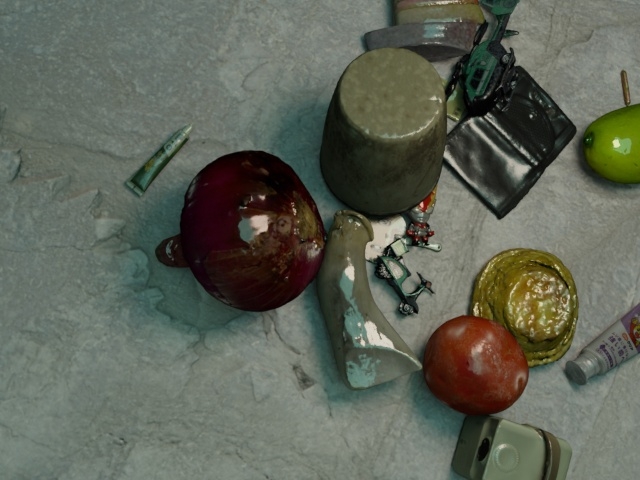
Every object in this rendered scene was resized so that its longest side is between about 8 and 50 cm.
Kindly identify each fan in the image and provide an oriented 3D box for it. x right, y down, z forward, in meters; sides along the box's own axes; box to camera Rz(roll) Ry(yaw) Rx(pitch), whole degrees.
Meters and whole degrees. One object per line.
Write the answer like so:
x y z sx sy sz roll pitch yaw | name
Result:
0.182 -0.003 1.751 0.226 0.008 0.153 13 79 -5 | fan

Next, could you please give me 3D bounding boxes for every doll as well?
0.233 -0.071 1.746 0.109 0.057 0.169 1 84 -17 | doll

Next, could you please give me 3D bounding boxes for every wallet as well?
0.468 -0.247 1.816 0.247 0.041 0.323 45 82 -2 | wallet

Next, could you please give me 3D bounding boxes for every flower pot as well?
0.141 -0.248 1.600 0.293 0.330 0.294 0 70 1 | flower pot

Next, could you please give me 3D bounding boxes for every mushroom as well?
0.078 0.127 1.649 0.177 0.126 0.397 -19 82 2 | mushroom

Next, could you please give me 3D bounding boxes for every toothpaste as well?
-0.363 -0.192 1.687 0.049 0.031 0.204 40 79 1 | toothpaste
0.721 0.247 1.768 0.299 0.073 0.114 -28 86 -20 | toothpaste

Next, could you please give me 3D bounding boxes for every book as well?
0.310 -0.355 1.821 0.111 0.014 0.077 30 82 1 | book

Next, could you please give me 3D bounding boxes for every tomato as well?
0.332 0.282 1.619 0.232 0.232 0.188 45 37 0 | tomato

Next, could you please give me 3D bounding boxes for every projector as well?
0.413 0.473 1.590 0.177 0.242 0.164 20 81 -6 | projector

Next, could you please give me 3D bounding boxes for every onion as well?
-0.192 -0.010 1.571 0.385 0.347 0.348 -14 82 25 | onion

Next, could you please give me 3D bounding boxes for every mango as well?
0.810 -0.247 1.812 0.342 0.156 0.193 -17 85 -12 | mango

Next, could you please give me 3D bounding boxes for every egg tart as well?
0.492 0.155 1.715 0.293 0.123 0.294 2 79 -9 | egg tart

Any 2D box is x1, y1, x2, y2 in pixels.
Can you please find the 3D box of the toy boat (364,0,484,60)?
0.263 -0.564 1.792 0.275 0.111 0.294 15 83 11 | toy boat

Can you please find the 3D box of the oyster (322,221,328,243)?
-0.003 0.000 1.711 0.051 0.034 0.093 -18 80 -19 | oyster

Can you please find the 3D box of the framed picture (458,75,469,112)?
0.412 -0.372 1.846 0.109 0.011 0.149 -15 83 -11 | framed picture

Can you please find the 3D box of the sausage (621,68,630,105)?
0.794 -0.397 1.906 0.015 0.015 0.100 -2 81 -9 | sausage

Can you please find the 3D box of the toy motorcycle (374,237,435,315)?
0.194 0.089 1.711 0.100 0.058 0.173 -32 90 -12 | toy motorcycle

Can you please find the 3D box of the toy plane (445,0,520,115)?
0.411 -0.447 1.796 0.155 0.106 0.382 17 77 28 | toy plane
